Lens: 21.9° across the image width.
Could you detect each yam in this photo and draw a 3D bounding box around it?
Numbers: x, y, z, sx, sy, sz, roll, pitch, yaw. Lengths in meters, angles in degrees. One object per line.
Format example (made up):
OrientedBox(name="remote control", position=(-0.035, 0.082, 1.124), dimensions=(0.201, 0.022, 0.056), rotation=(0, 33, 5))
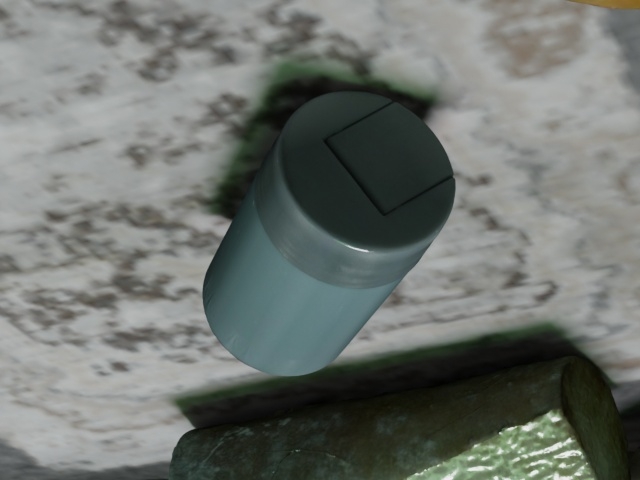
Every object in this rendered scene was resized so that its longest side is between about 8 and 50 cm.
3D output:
OrientedBox(name="yam", position=(0.025, 0.089, 0.606), dimensions=(0.169, 0.068, 0.068), rotation=(-14, 145, 24))

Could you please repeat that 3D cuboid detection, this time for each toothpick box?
OrientedBox(name="toothpick box", position=(0.000, 0.000, 0.476), dimensions=(0.052, 0.052, 0.083), rotation=(11, 149, -15))

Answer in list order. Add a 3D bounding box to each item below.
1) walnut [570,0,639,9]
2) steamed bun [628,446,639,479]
OrientedBox(name="walnut", position=(0.096, -0.115, 0.248), dimensions=(0.211, 0.087, 0.167), rotation=(-11, 153, 24))
OrientedBox(name="steamed bun", position=(0.227, 0.154, 0.631), dimensions=(0.211, 0.144, 0.218), rotation=(-11, 147, 19))
